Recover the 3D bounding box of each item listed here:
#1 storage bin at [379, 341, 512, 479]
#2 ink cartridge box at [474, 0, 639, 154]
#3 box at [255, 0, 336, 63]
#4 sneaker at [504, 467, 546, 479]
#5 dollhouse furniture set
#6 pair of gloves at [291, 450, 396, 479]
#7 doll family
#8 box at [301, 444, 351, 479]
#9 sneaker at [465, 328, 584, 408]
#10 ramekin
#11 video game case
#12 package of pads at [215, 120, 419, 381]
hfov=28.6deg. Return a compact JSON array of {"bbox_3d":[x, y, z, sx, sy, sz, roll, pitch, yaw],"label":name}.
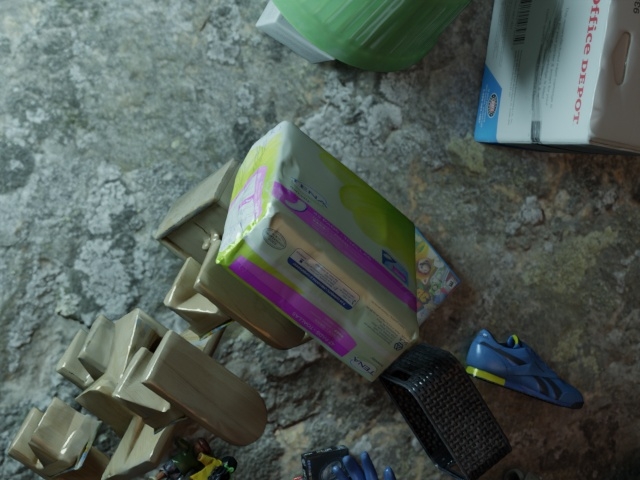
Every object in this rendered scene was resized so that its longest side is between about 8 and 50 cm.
[{"bbox_3d":[0.177,0.244,1.781,0.084,0.122,0.180,-35,106,-14],"label":"storage bin"},{"bbox_3d":[0.348,-0.233,1.706,0.129,0.307,0.223,9,92,-21],"label":"ink cartridge box"},{"bbox_3d":[-0.012,-0.305,1.679,0.101,0.087,0.102,30,83,-20],"label":"box"},{"bbox_3d":[0.336,0.389,1.873,0.262,0.099,0.121,-3,60,-37],"label":"sneaker"},{"bbox_3d":[-0.125,0.141,1.544,0.256,0.362,0.394,38,51,-18],"label":"dollhouse furniture set"},{"bbox_3d":[0.024,0.389,1.748,0.198,0.023,0.159,-23,94,8],"label":"pair of gloves"},{"bbox_3d":[-0.137,0.349,1.698,0.111,0.076,0.193,-39,113,-25],"label":"doll family"},{"bbox_3d":[0.010,0.338,1.780,0.067,0.018,0.083,-8,97,-20],"label":"box"},{"bbox_3d":[0.312,0.191,1.858,0.209,0.069,0.082,22,83,-21],"label":"sneaker"},{"bbox_3d":[0.073,-0.382,1.600,0.303,0.148,0.303,18,56,-29],"label":"ramekin"},{"bbox_3d":[0.110,0.075,1.798,0.166,0.015,0.119,-45,108,-12],"label":"video game case"},{"bbox_3d":[0.000,0.000,1.431,0.229,0.296,0.101,39,110,-13],"label":"package of pads"}]
